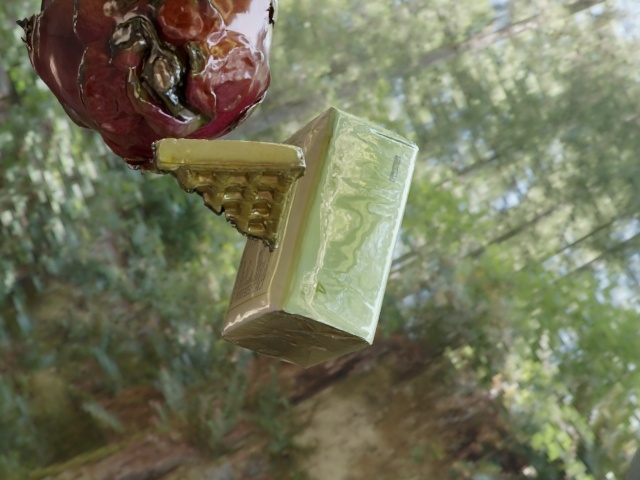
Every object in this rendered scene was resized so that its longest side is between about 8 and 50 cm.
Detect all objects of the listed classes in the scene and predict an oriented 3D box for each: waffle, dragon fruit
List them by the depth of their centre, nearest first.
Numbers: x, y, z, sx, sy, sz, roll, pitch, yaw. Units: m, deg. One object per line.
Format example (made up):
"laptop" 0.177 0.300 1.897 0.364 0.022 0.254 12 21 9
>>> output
"waffle" -0.065 -0.028 0.904 0.152 0.097 0.023 110 -21 -68
"dragon fruit" -0.160 -0.200 1.306 0.315 0.250 0.250 35 -44 40

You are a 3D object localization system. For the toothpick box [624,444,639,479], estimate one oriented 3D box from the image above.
"toothpick box" 0.359 0.239 0.985 0.354 0.263 0.263 -80 155 -74

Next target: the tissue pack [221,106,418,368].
"tissue pack" 0.000 0.000 1.415 0.159 0.125 0.234 -28 -137 58
